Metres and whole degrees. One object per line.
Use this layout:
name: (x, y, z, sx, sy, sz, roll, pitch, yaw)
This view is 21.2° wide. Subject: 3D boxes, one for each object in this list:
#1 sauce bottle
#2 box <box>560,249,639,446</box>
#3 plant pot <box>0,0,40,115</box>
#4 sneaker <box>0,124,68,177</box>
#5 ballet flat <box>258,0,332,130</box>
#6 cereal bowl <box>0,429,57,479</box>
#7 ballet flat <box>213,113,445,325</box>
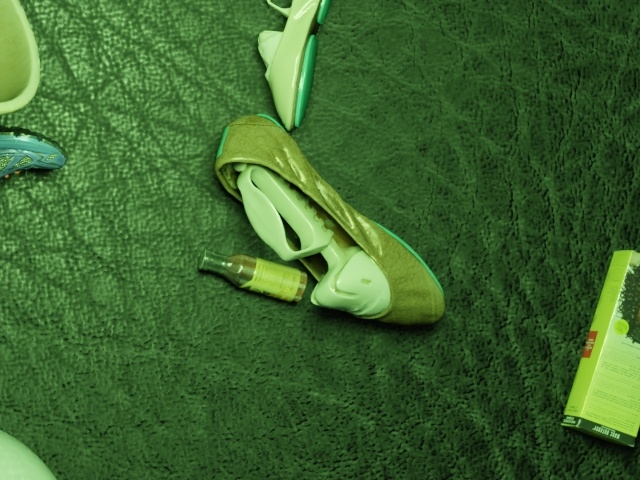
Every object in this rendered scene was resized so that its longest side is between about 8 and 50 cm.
sauce bottle: (-0.080, 0.039, 2.016, 0.128, 0.042, 0.042, 17, 84, -12)
box: (0.378, 0.134, 2.132, 0.087, 0.058, 0.232, 19, 84, -14)
plant pot: (-0.513, -0.182, 1.744, 0.305, 0.334, 0.334, -36, 99, 21)
sneaker: (-0.395, -0.082, 1.920, 0.221, 0.083, 0.087, -4, 103, -10)
ballet flat: (-0.031, -0.255, 2.027, 0.086, 0.086, 0.248, 18, 82, -14)
cereal bowl: (-0.424, 0.361, 1.859, 0.338, 0.141, 0.339, 1, 87, -16)
ballet flat: (0.000, 0.000, 1.988, 0.342, 0.116, 0.124, 47, 39, -9)
